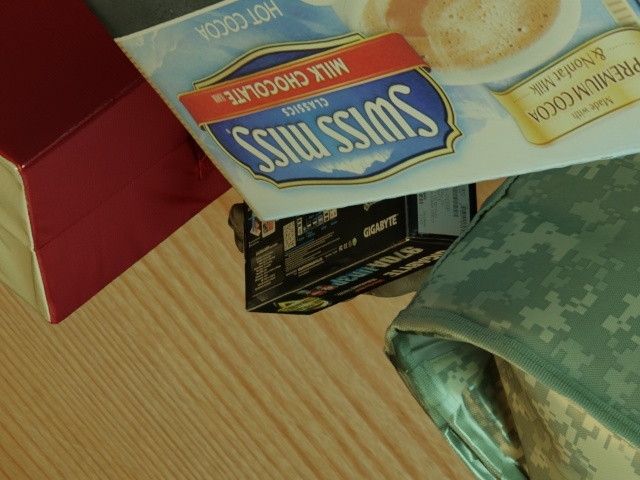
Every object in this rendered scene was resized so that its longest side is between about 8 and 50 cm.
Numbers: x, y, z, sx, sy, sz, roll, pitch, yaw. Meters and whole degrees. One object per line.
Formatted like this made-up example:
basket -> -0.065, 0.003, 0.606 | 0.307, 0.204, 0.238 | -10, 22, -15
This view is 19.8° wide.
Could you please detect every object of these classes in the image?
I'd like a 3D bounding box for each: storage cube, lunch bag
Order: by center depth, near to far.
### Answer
lunch bag -> 0.204, 0.053, 0.969 | 0.287, 0.235, 0.169 | 36, 153, 13
storage cube -> -0.185, -0.095, 1.280 | 0.215, 0.193, 0.183 | 38, 152, 24

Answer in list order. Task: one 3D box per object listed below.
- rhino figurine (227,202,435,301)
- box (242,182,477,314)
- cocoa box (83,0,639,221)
rhino figurine -> 0.000, 0.000, 1.324 | 0.106, 0.073, 0.243 | 55, 151, -16
box -> 0.017, -0.058, 1.136 | 0.051, 0.175, 0.220 | 5, 164, -27
cocoa box -> 0.062, -0.175, 0.843 | 0.228, 0.231, 0.347 | 52, 150, -18
